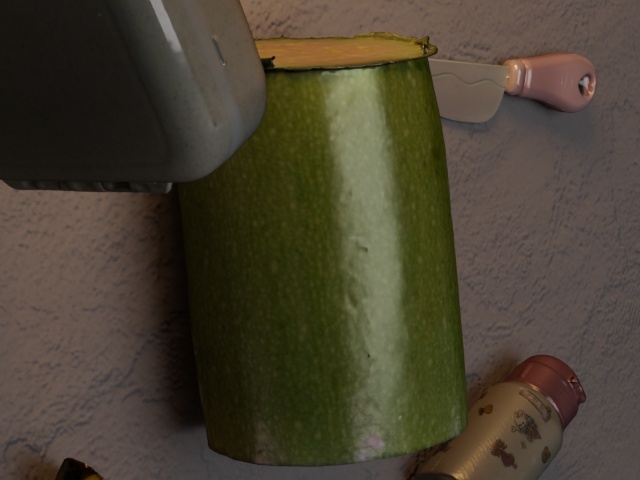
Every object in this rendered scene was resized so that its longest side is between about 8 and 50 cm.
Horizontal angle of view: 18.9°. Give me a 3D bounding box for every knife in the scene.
[{"bbox_3d":[0.186,-0.172,2.155,0.336,0.043,0.081,-3,103,-39],"label":"knife"}]

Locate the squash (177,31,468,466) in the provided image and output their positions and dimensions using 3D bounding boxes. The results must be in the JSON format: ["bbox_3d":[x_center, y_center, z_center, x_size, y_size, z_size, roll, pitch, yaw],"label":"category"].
[{"bbox_3d":[0.000,0.000,1.813,0.263,0.263,0.384,-15,104,-44],"label":"squash"}]

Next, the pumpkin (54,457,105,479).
[{"bbox_3d":[-0.212,0.328,1.751,0.163,0.111,0.278,-46,125,-16],"label":"pumpkin"}]

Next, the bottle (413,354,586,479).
[{"bbox_3d":[0.208,0.223,2.152,0.233,0.110,0.110,-47,125,-33],"label":"bottle"}]

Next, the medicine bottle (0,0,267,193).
[{"bbox_3d":[-0.220,-0.167,1.487,0.123,0.375,0.282,-45,123,-36],"label":"medicine bottle"}]
